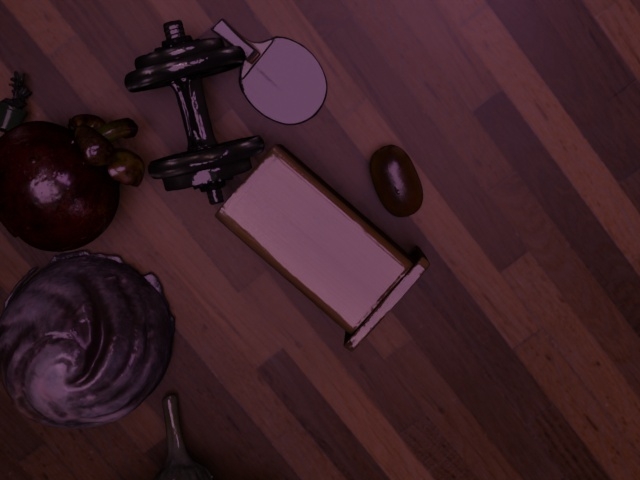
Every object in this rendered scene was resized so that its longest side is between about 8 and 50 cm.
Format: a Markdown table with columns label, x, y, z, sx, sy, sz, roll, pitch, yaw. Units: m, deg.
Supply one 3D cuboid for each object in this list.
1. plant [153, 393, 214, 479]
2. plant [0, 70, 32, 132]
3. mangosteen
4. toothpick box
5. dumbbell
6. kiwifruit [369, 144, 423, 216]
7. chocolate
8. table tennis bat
| label | x | y | z | sx | sy | sz | roll | pitch | yaw |
| --- | --- | --- | --- | --- | --- | --- | --- | --- | --- |
| plant | -0.252 | 0.455 | 1.564 | 0.306 | 0.297 | 0.261 | -1 | 133 | -42 |
| plant | -0.498 | -0.225 | 1.491 | 0.051 | 0.051 | 0.102 | 19 | 85 | -4 |
| mangosteen | -0.391 | -0.102 | 1.434 | 0.257 | 0.215 | 0.215 | -33 | 98 | -6 |
| toothpick box | 0.000 | 0.000 | 1.474 | 0.308 | 0.190 | 0.187 | 41 | 97 | -2 |
| dumbbell | -0.194 | -0.199 | 1.426 | 0.192 | 0.192 | 0.290 | -13 | 98 | 1 |
| kiwifruit | 0.125 | -0.096 | 1.508 | 0.075 | 0.075 | 0.124 | -20 | 103 | 3 |
| chocolate | -0.399 | 0.178 | 1.477 | 0.303 | 0.213 | 0.303 | 0 | 101 | 0 |
| table tennis bat | -0.086 | -0.284 | 1.500 | 0.220 | 0.019 | 0.130 | 40 | 96 | -8 |
